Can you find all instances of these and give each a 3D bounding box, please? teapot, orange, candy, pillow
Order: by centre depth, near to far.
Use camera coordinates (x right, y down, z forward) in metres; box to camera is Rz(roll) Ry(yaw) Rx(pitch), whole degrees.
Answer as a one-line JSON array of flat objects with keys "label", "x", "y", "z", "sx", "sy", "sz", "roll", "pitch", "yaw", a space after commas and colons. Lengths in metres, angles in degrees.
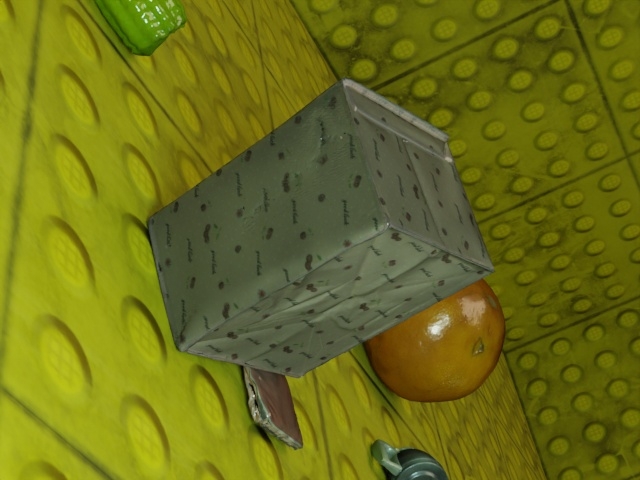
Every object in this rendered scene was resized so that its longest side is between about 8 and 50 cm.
[{"label": "pillow", "x": -0.074, "y": 0.140, "z": 1.329, "sx": 0.126, "sy": 0.043, "sz": 0.232, "roll": 45, "pitch": 24, "yaw": -59}, {"label": "candy", "x": -0.256, "y": -0.341, "z": 1.382, "sx": 0.209, "sy": 0.097, "sz": 0.096, "roll": 58, "pitch": 14, "yaw": -15}, {"label": "teapot", "x": 0.140, "y": 0.357, "z": 1.697, "sx": 0.124, "sy": 0.092, "sz": 0.091, "roll": 67, "pitch": -6, "yaw": -24}, {"label": "orange", "x": 0.205, "y": 0.163, "z": 1.930, "sx": 0.261, "sy": 0.261, "sz": 0.261, "roll": 59, "pitch": 14, "yaw": -24}]

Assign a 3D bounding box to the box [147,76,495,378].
[{"label": "box", "x": 0.000, "y": 0.000, "z": 1.193, "sx": 0.225, "sy": 0.297, "sz": 0.190, "roll": 21, "pitch": 44, "yaw": -50}]
